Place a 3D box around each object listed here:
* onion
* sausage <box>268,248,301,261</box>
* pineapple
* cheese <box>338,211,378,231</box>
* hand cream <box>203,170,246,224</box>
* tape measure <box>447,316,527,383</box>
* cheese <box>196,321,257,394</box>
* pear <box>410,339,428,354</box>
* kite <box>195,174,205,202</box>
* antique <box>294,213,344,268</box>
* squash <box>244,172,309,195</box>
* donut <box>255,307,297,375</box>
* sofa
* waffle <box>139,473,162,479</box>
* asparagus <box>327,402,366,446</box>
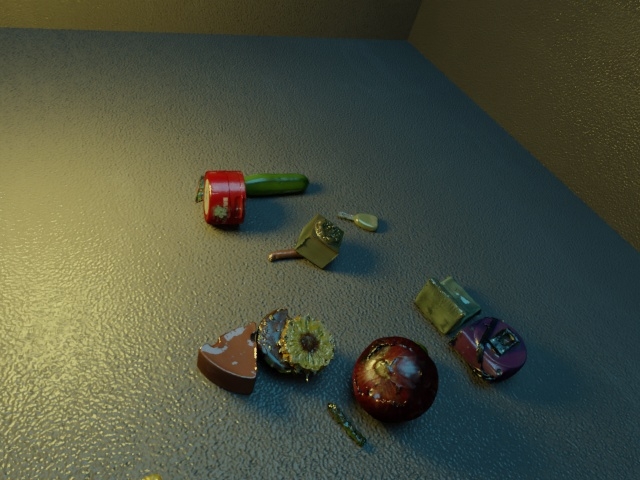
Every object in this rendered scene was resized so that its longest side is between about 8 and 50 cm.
[{"bbox_3d":[0.237,0.447,1.469,0.276,0.276,0.276,10,46,-10],"label":"onion"},{"bbox_3d":[-0.137,0.056,1.843,0.157,0.036,0.042,-9,44,-25],"label":"sausage"},{"bbox_3d":[-0.041,0.340,1.471,0.221,0.047,0.221,11,57,-18],"label":"pineapple"},{"bbox_3d":[0.173,-0.098,2.094,0.192,0.037,0.097,16,44,-6],"label":"cheese"},{"bbox_3d":[-0.390,-0.173,1.840,0.149,0.230,0.230,0,48,-19],"label":"hand cream"},{"bbox_3d":[0.638,0.407,1.703,0.245,0.149,0.231,-22,57,-34],"label":"tape measure"},{"bbox_3d":[-0.295,0.365,1.433,0.177,0.128,0.203,5,48,-16],"label":"cheese"},{"bbox_3d":[0.319,0.410,1.622,0.131,0.107,0.107,13,45,3],"label":"pear"},{"bbox_3d":[-0.477,-0.228,2.008,0.183,0.014,0.241,39,48,14],"label":"kite"},{"bbox_3d":[0.000,0.000,1.841,0.146,0.148,0.152,35,40,-15],"label":"antique"},{"bbox_3d":[-0.228,-0.256,2.061,0.378,0.101,0.101,-9,52,-24],"label":"squash"},{"bbox_3d":[-0.111,0.350,1.525,0.230,0.096,0.216,25,53,-8],"label":"donut"},{"bbox_3d":[0.524,0.231,1.810,0.225,0.176,0.210,-19,57,-32],"label":"sofa"},{"bbox_3d":[-0.499,0.703,1.094,0.274,0.057,0.168,-14,54,-30],"label":"waffle"},{"bbox_3d":[0.080,0.576,1.435,0.036,0.030,0.165,-39,69,-15],"label":"asparagus"}]
